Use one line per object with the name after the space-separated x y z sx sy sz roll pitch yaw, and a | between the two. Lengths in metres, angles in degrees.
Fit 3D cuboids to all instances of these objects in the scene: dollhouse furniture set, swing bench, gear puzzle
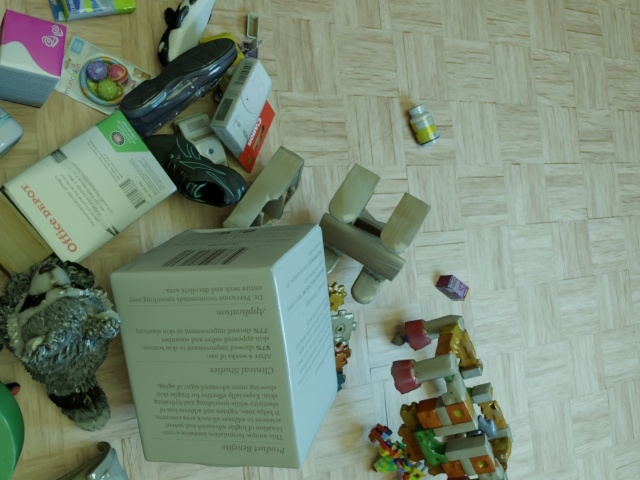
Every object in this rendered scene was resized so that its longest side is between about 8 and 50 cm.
0.000 0.000 1.564 0.394 0.362 0.256 31 66 5 | dollhouse furniture set
-0.464 0.591 1.326 0.254 0.165 0.253 -32 102 -30 | swing bench
0.019 0.258 1.636 0.175 0.044 0.339 -3 114 -32 | gear puzzle
-0.178 -0.526 1.649 0.091 0.081 0.114 6 82 -31 | dollhouse furniture set

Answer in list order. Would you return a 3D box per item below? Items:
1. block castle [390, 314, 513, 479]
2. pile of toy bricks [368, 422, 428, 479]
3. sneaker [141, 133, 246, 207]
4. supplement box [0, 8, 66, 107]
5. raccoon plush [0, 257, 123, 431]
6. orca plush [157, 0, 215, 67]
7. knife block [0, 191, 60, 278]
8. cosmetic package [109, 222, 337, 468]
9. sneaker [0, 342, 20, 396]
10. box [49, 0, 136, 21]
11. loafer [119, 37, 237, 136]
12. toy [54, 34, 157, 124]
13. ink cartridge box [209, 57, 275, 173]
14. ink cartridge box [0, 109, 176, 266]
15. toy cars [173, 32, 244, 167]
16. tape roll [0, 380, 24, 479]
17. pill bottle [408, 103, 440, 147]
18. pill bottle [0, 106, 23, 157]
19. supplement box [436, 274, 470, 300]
0.338 0.454 1.762 0.453 0.212 0.303 65 23 -13 | block castle
0.187 0.587 1.772 0.105 0.118 0.212 -45 128 3 | pile of toy bricks
-0.297 -0.156 1.480 0.267 0.101 0.106 24 31 0 | sneaker
-0.585 -0.352 1.304 0.113 0.220 0.111 9 81 -30 | supplement box
-0.426 0.223 1.219 0.216 0.299 0.446 -39 127 -20 | raccoon plush
-0.325 -0.541 1.549 0.102 0.151 0.287 23 99 11 | orca plush
-0.582 0.016 1.269 0.242 0.276 0.088 38 64 9 | knife block
-0.171 0.197 1.333 0.327 0.329 0.394 -47 133 -69 | cosmetic package
-0.700 0.187 1.245 0.148 0.131 0.350 -35 114 -27 | sneaker
-0.514 -0.555 1.472 0.178 0.042 0.109 -20 96 -32 | box
-0.310 -0.348 1.494 0.302 0.109 0.095 -39 141 -17 | loafer
-0.458 -0.352 1.479 0.237 0.056 0.137 25 72 -27 | toy
-0.161 -0.290 1.578 0.232 0.066 0.189 48 58 -57 | ink cartridge box
-0.490 -0.105 1.397 0.289 0.121 0.211 -42 107 -28 | ink cartridge box
-0.241 -0.307 1.570 0.176 0.087 0.394 20 81 -32 | toy cars
-0.703 0.360 1.169 0.321 0.077 0.321 -4 107 -11 | tape roll
0.302 -0.338 1.934 0.065 0.065 0.116 -30 101 -30 | pill bottle
-0.717 -0.256 1.260 0.264 0.146 0.146 47 64 -18 | pill bottle
0.392 0.141 1.952 0.083 0.055 0.043 37 67 -24 | supplement box
